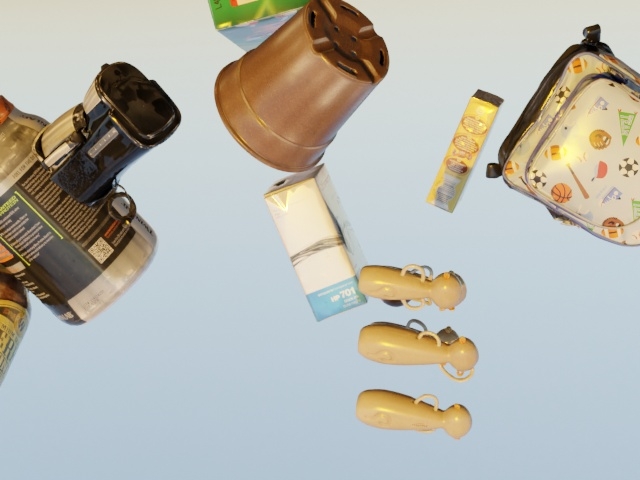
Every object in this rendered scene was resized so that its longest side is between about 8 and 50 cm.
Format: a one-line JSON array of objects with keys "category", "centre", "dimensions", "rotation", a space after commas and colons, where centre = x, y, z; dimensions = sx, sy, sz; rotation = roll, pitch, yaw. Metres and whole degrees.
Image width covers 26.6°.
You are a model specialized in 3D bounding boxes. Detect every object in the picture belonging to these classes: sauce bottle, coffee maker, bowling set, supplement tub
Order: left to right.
[{"category": "sauce bottle", "centre": [-0.490, 0.133, 1.975], "dimensions": [0.111, 0.111, 0.344], "rotation": [3, -129, 17]}, {"category": "supplement tub", "centre": [-0.400, -0.045, 1.944], "dimensions": [0.194, 0.316, 0.193], "rotation": [-37, -161, 15]}, {"category": "coffee maker", "centre": [-0.266, -0.129, 1.789], "dimensions": [0.178, 0.171, 0.120], "rotation": [-33, -146, 43]}, {"category": "bowling set", "centre": [0.137, 0.098, 1.763], "dimensions": [0.154, 0.287, 0.200], "rotation": [7, -139, 9]}]

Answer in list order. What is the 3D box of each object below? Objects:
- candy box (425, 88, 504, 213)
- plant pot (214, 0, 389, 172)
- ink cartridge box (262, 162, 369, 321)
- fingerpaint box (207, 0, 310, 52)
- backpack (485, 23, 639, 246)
[{"category": "candy box", "centre": [0.233, -0.145, 2.174], "dimensions": [0.053, 0.186, 0.109], "rotation": [23, -163, 7]}, {"category": "plant pot", "centre": [-0.015, -0.193, 1.618], "dimensions": [0.167, 0.167, 0.165], "rotation": [-20, 165, -47]}, {"category": "ink cartridge box", "centre": [0.000, 0.000, 1.891], "dimensions": [0.082, 0.190, 0.139], "rotation": [-20, -170, 11]}, {"category": "fingerpaint box", "centre": [-0.122, -0.534, 2.096], "dimensions": [0.163, 0.444, 0.371], "rotation": [-14, -178, 5]}, {"category": "backpack", "centre": [0.419, -0.126, 1.949], "dimensions": [0.263, 0.276, 0.213], "rotation": [29, -160, -10]}]
